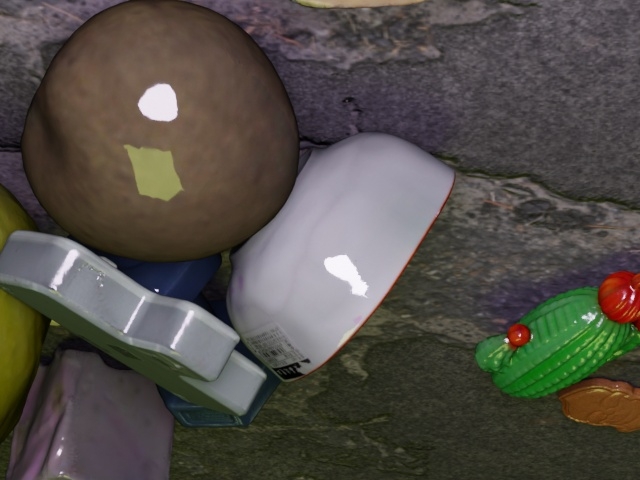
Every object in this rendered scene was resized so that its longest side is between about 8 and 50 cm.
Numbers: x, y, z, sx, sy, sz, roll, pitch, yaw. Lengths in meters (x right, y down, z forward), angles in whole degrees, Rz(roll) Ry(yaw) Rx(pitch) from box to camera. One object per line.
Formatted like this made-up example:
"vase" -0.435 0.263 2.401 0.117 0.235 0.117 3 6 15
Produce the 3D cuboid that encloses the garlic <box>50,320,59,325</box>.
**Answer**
"garlic" -0.327 0.072 1.698 0.083 0.053 0.041 4 147 2

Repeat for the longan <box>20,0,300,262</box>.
"longan" -0.138 -0.086 1.263 0.246 0.215 0.246 2 125 3

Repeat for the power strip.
"power strip" -0.152 0.080 1.354 0.265 0.059 0.193 38 162 -34

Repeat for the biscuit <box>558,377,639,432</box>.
"biscuit" 0.348 0.200 1.807 0.130 0.019 0.102 19 145 -17

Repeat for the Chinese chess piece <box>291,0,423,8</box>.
"Chinese chess piece" 0.022 -0.273 1.041 0.257 0.104 0.257 5 148 3

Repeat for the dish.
"dish" 0.000 0.000 1.370 0.117 0.256 0.256 38 141 -7

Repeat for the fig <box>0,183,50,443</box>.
"fig" -0.409 0.057 1.462 0.343 0.343 0.343 5 148 3

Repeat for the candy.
"candy" -0.282 0.244 1.836 0.185 0.195 0.137 24 146 -32

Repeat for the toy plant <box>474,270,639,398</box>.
"toy plant" 0.280 0.100 1.606 0.240 0.088 0.154 -27 148 26

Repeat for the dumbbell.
"dumbbell" -0.147 0.076 1.591 0.143 0.156 0.316 -28 144 -1
